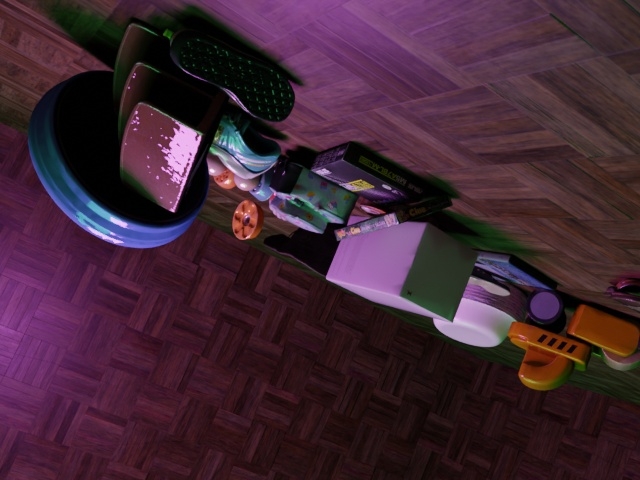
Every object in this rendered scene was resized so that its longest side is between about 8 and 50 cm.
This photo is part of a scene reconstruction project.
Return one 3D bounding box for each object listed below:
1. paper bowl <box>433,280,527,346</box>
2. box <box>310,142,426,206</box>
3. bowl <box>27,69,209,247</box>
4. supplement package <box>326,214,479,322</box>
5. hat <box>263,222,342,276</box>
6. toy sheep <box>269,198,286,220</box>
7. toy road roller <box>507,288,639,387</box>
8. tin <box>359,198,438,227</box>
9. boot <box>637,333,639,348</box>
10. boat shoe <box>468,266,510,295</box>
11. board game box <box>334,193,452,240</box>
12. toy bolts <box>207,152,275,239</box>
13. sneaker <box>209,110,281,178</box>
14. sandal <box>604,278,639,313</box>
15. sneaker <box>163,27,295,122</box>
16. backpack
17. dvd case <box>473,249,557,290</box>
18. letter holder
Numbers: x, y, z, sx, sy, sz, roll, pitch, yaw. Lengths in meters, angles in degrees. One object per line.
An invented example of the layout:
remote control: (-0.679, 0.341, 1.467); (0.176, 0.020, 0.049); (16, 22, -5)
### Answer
paper bowl: (0.434, 0.202, 2.144); (0.284, 0.148, 0.284); (19, 160, 7)
box: (0.093, -0.128, 1.522); (0.184, 0.045, 0.190); (24, 171, -19)
bowl: (-0.395, -0.175, 1.549); (0.391, 0.391, 0.077); (29, 136, -33)
supplement package: (0.184, 0.060, 1.747); (0.175, 0.178, 0.293); (28, 171, -31)
hat: (0.000, 0.000, 2.257); (0.331, 0.134, 0.331); (23, -170, -4)
toy sheep: (-0.097, -0.100, 2.079); (0.132, 0.091, 0.091); (26, 173, 17)
toy road roller: (0.640, 0.284, 1.919); (0.329, 0.241, 0.202); (20, 171, 24)
tin: (0.182, -0.058, 1.743); (0.189, 0.040, 0.106); (21, 167, 13)
boot: (0.837, 0.213, 1.593); (0.280, 0.096, 0.264); (15, 163, 9)
boat shoe: (0.423, 0.101, 1.914); (0.133, 0.042, 0.049); (23, 152, 0)
board game box: (0.144, -0.045, 1.559); (0.136, 0.030, 0.259); (-22, -177, -27)
toy bolts: (-0.185, -0.117, 1.810); (0.158, 0.218, 0.228); (13, 173, -42)
sneaker: (-0.199, -0.237, 1.548); (0.275, 0.107, 0.110); (32, 140, -30)
sandal: (0.633, 0.109, 1.513); (0.090, 0.060, 0.219); (28, -173, 8)
sneaker: (-0.141, -0.277, 1.212); (0.234, 0.084, 0.097); (30, -167, -31)
backpack: (-0.015, -0.094, 1.671); (0.188, 0.145, 0.166); (17, -178, -16)
dvd case: (0.436, 0.066, 1.871); (0.180, 0.022, 0.253); (28, 170, -31)
letter holder: (-0.302, -0.217, 1.363); (0.214, 0.152, 0.302); (27, 150, -8)
